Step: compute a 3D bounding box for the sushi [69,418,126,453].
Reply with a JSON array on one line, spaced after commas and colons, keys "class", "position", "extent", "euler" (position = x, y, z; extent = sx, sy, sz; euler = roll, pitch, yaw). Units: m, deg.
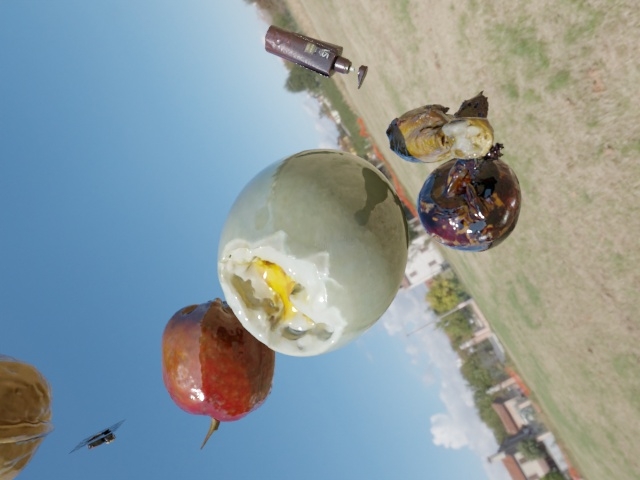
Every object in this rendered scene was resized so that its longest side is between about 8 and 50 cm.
[{"class": "sushi", "position": [-0.583, 0.528, 1.197], "extent": [0.026, 0.125, 0.120], "euler": [66, 168, 1]}]

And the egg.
[{"class": "egg", "position": [0.000, 0.000, 0.699], "extent": [0.278, 0.278, 0.336], "euler": [56, -146, -14]}]

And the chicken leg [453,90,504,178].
[{"class": "chicken leg", "position": [0.344, -0.240, 1.016], "extent": [0.063, 0.105, 0.234], "euler": [68, -163, -59]}]

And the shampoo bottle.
[{"class": "shampoo bottle", "position": [-0.009, -0.405, 0.994], "extent": [0.236, 0.068, 0.067], "euler": [23, -151, 10]}]

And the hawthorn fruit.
[{"class": "hawthorn fruit", "position": [-0.210, 0.246, 0.956], "extent": [0.262, 0.258, 0.258], "euler": [59, -169, 2]}]

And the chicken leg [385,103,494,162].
[{"class": "chicken leg", "position": [0.166, -0.143, 0.630], "extent": [0.251, 0.107, 0.087], "euler": [-110, 1, -75]}]

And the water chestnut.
[{"class": "water chestnut", "position": [0.397, -0.121, 1.235], "extent": [0.300, 0.299, 0.300], "euler": [55, -169, -17]}]

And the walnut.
[{"class": "walnut", "position": [-0.592, 0.304, 0.767], "extent": [0.257, 0.256, 0.225], "euler": [42, -130, -56]}]
